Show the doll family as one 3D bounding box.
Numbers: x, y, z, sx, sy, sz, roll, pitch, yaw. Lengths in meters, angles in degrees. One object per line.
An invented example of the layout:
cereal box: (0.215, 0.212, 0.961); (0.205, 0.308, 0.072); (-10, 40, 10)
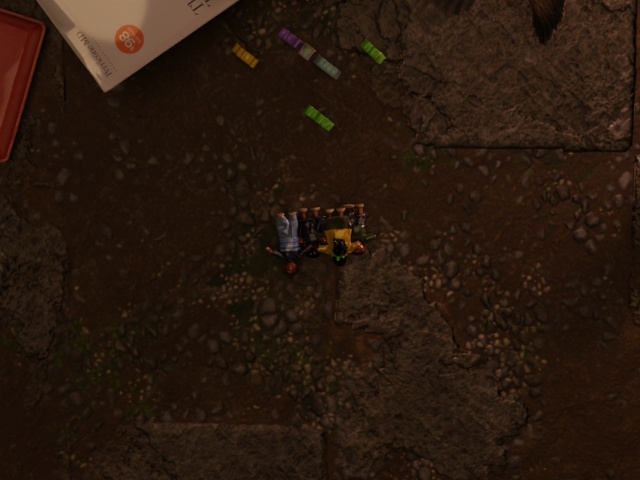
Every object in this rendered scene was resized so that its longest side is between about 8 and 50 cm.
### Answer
doll family: (0.000, 0.000, 1.919); (0.193, 0.076, 0.111); (-3, 101, 7)

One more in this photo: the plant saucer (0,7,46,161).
plant saucer: (-0.636, -0.292, 1.874); (0.259, 0.048, 0.258); (15, 98, -25)

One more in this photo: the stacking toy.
stacking toy: (-0.019, -0.324, 1.891); (0.221, 0.052, 0.167); (39, 98, -5)

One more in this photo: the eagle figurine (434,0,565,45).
eagle figurine: (0.332, -0.498, 1.790); (0.225, 0.226, 0.298); (24, 92, -22)

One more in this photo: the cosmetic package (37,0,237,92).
cosmetic package: (-0.337, -0.468, 1.709); (0.284, 0.097, 0.377); (-35, 109, 0)
